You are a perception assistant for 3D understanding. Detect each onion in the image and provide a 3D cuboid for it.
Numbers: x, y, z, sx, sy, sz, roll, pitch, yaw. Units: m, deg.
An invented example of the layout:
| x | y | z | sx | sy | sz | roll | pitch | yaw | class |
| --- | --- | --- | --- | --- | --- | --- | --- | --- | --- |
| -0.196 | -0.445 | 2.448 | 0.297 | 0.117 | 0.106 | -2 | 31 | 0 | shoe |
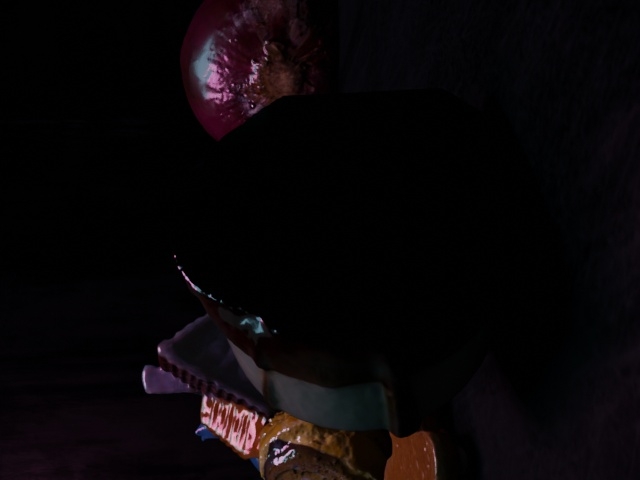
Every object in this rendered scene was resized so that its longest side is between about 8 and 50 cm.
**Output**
| x | y | z | sx | sy | sz | roll | pitch | yaw | class |
| --- | --- | --- | --- | --- | --- | --- | --- | --- | --- |
| -0.113 | -0.317 | 1.423 | 0.282 | 0.260 | 0.337 | -98 | 9 | -57 | onion |

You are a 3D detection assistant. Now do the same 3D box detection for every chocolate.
| x | y | z | sx | sy | sz | roll | pitch | yaw | class |
| --- | --- | --- | --- | --- | --- | --- | --- | --- | --- |
| 0.029 | 0.026 | 0.682 | 0.186 | 0.283 | 0.284 | 78 | -179 | -51 | chocolate |

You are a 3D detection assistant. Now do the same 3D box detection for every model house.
| x | y | z | sx | sy | sz | roll | pitch | yaw | class |
| --- | --- | --- | --- | --- | --- | --- | --- | --- | --- |
| -0.112 | 0.213 | 1.276 | 0.360 | 0.338 | 0.298 | 124 | 144 | -74 | model house |

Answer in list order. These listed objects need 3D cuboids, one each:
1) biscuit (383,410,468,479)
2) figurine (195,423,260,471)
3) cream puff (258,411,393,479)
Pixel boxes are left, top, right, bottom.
| x | y | z | sx | sy | sz | roll | pitch | yaw | class |
| --- | --- | --- | --- | --- | --- | --- | --- | --- | --- |
| 0.109 | 0.259 | 0.828 | 0.205 | 0.049 | 0.324 | 106 | 159 | -59 | biscuit |
| -0.100 | 0.279 | 1.671 | 0.243 | 0.298 | 0.417 | 23 | 121 | 29 | figurine |
| 0.008 | 0.283 | 1.059 | 0.129 | 0.189 | 0.189 | -62 | -20 | -53 | cream puff |
